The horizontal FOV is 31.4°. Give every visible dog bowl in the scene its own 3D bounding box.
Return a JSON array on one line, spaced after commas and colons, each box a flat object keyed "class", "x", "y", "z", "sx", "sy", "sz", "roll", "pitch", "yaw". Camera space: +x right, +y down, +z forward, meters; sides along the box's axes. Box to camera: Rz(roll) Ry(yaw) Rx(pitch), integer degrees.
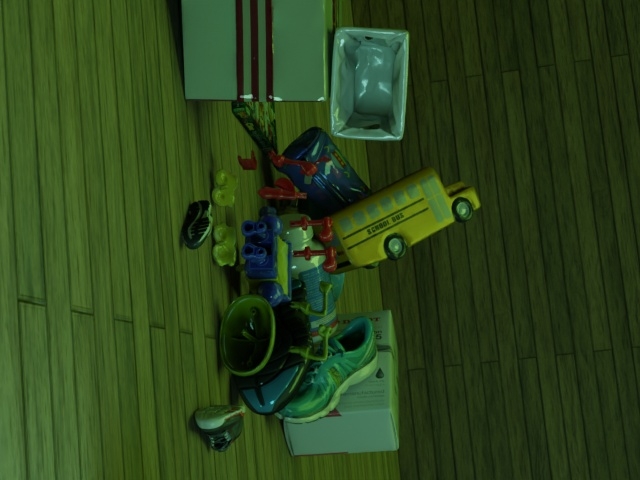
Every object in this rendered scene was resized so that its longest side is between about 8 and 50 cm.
[{"class": "dog bowl", "x": 0.000, "y": 0.000, "z": 2.374, "sx": 0.166, "sy": 0.074, "sz": 0.297, "roll": 115, "pitch": -22, "yaw": -58}]

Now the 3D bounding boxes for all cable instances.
[{"class": "cable", "x": -0.066, "y": 0.055, "z": 2.263, "sx": 0.139, "sy": 0.072, "sz": 0.287, "roll": 116, "pitch": -18, "yaw": -75}]

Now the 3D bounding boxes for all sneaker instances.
[{"class": "sneaker", "x": -0.135, "y": 0.265, "z": 1.591, "sx": 0.158, "sy": 0.061, "sz": 0.064, "roll": 24, "pitch": 65, "yaw": -79}, {"class": "sneaker", "x": 0.004, "y": 0.229, "z": 2.054, "sx": 0.275, "sy": 0.107, "sz": 0.110, "roll": -38, "pitch": 143, "yaw": -41}, {"class": "sneaker", "x": -0.060, "y": 0.195, "z": 1.889, "sx": 0.341, "sy": 0.125, "sz": 0.139, "roll": -78, "pitch": 161, "yaw": -61}, {"class": "sneaker", "x": -0.171, "y": -0.015, "z": 1.628, "sx": 0.109, "sy": 0.040, "sz": 0.043, "roll": -81, "pitch": 164, "yaw": -58}]

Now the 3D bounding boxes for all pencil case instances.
[{"class": "pencil case", "x": 0.041, "y": -0.083, "z": 2.249, "sx": 0.306, "sy": 0.119, "sz": 0.133, "roll": 49, "pitch": 14, "yaw": -14}]

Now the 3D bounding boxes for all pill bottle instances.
[{"class": "pill bottle", "x": -0.043, "y": 0.069, "z": 2.085, "sx": 0.124, "sy": 0.124, "sz": 0.221, "roll": -74, "pitch": 157, "yaw": -67}]

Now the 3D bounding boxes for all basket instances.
[{"class": "basket", "x": 0.078, "y": -0.244, "z": 1.732, "sx": 0.103, "sy": 0.113, "sz": 0.167, "roll": -66, "pitch": 160, "yaw": -72}]

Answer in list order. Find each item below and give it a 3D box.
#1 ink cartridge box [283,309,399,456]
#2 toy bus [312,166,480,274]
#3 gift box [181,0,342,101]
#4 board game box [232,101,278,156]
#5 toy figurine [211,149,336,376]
[{"class": "ink cartridge box", "x": 0.043, "y": 0.272, "z": 2.205, "sx": 0.283, "sy": 0.207, "sz": 0.117, "roll": -86, "pitch": 168, "yaw": -52}, {"class": "toy bus", "x": 0.145, "y": -0.040, "z": 2.171, "sx": 0.108, "sy": 0.333, "sz": 0.130, "roll": -23, "pitch": -86, "yaw": 60}, {"class": "gift box", "x": -0.091, "y": -0.361, "z": 1.774, "sx": 0.276, "sy": 0.255, "sz": 0.258, "roll": -78, "pitch": 169, "yaw": -73}, {"class": "board game box", "x": -0.124, "y": -0.262, "z": 2.140, "sx": 0.259, "sy": 0.030, "sz": 0.136, "roll": 51, "pitch": 31, "yaw": -73}, {"class": "toy figurine", "x": -0.060, "y": 0.059, "z": 1.835, "sx": 0.217, "sy": 0.191, "sz": 0.362, "roll": 72, "pitch": 14, "yaw": -70}]
